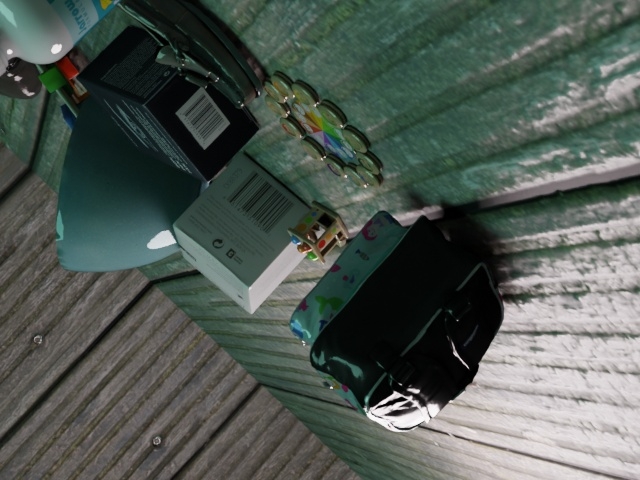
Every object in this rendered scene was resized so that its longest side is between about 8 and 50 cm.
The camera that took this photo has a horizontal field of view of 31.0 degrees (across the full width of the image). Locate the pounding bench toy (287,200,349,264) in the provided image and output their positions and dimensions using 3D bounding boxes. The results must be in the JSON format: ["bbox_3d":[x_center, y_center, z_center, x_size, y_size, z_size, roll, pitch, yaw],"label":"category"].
[{"bbox_3d":[0.000,0.000,1.630,0.052,0.065,0.083,32,163,37],"label":"pounding bench toy"}]

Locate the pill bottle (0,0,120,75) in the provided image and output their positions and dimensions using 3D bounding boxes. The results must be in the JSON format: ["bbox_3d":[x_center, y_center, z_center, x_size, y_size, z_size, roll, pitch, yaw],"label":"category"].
[{"bbox_3d":[-0.247,-0.265,1.071,0.146,0.264,0.146,39,167,11],"label":"pill bottle"}]

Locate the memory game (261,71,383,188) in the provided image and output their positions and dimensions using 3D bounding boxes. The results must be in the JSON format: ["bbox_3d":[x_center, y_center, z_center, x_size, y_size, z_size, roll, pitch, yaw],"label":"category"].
[{"bbox_3d":[0.000,-0.126,1.351,0.186,0.012,0.186,39,167,11],"label":"memory game"}]

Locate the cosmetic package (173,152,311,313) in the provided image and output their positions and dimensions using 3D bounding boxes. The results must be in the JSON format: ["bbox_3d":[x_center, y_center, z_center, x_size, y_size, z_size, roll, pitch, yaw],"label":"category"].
[{"bbox_3d":[-0.112,-0.007,1.737,0.151,0.151,0.183,40,167,9],"label":"cosmetic package"}]

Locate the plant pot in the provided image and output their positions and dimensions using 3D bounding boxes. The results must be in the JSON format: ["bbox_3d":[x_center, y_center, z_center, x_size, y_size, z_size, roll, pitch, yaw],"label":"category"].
[{"bbox_3d":[-0.284,-0.078,1.836,0.195,0.290,0.290,10,164,1],"label":"plant pot"}]

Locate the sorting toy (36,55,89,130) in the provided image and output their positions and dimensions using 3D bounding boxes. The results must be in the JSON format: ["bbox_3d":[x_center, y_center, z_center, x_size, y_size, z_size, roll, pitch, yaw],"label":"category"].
[{"bbox_3d":[-0.422,-0.258,1.985,0.196,0.047,0.347,59,179,-19],"label":"sorting toy"}]

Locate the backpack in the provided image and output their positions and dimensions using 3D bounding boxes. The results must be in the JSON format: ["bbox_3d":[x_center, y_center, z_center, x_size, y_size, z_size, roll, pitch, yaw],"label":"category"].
[{"bbox_3d":[0.099,0.102,1.341,0.191,0.225,0.253,38,176,31],"label":"backpack"}]

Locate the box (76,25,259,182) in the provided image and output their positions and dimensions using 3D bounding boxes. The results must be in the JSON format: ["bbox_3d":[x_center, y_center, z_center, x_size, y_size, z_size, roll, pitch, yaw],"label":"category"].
[{"bbox_3d":[-0.206,-0.185,1.543,0.207,0.108,0.153,27,160,49],"label":"box"}]

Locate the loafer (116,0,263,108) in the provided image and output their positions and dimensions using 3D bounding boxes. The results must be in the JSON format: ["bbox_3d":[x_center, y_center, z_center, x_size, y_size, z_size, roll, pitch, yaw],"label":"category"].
[{"bbox_3d":[-0.184,-0.244,1.336,0.267,0.084,0.096,47,166,-11],"label":"loafer"}]

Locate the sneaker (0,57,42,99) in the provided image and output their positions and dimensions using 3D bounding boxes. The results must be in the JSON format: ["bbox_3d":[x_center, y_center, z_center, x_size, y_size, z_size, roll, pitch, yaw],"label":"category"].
[{"bbox_3d":[-0.618,-0.368,2.158,0.130,0.109,0.286,17,155,47],"label":"sneaker"}]

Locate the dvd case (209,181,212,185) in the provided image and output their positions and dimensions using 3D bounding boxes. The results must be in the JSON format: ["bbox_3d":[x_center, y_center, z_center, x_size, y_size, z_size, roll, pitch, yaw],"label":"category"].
[{"bbox_3d":[-0.167,-0.047,2.051,0.253,0.022,0.180,36,164,25],"label":"dvd case"}]
